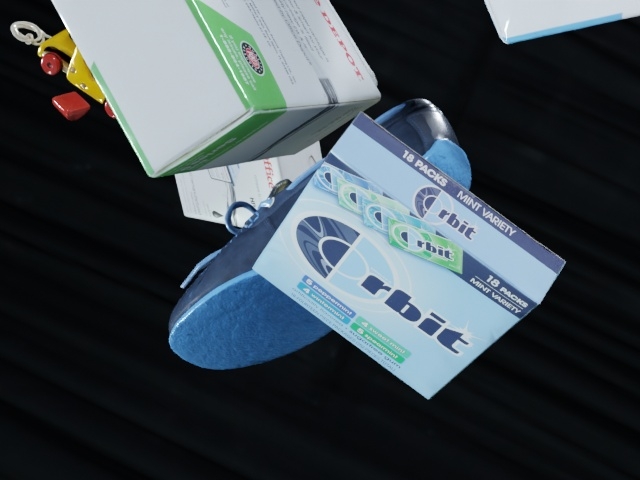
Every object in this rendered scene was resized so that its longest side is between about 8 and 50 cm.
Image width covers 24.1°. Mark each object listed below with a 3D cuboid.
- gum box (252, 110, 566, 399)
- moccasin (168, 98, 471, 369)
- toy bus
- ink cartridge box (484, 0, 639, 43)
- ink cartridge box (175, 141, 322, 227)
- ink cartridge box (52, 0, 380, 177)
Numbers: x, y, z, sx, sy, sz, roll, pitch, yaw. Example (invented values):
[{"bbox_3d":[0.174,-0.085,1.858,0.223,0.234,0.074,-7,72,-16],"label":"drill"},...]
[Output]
[{"bbox_3d":[0.050,0.016,0.978,0.041,0.157,0.184,-53,0,-31],"label":"gum box"},{"bbox_3d":[0.000,0.000,1.380,0.342,0.137,0.117,-33,42,23],"label":"moccasin"},{"bbox_3d":[-0.259,-0.237,1.848,0.104,0.202,0.191,-62,36,36],"label":"toy bus"},{"bbox_3d":[0.238,-0.305,1.112,0.198,0.197,0.270,-7,27,40],"label":"ink cartridge box"},{"bbox_3d":[-0.094,-0.093,1.910,0.082,0.190,0.140,-37,-54,-40],"label":"ink cartridge box"},{"bbox_3d":[-0.088,-0.181,1.356,0.121,0.211,0.289,-32,-7,24],"label":"ink cartridge box"}]
